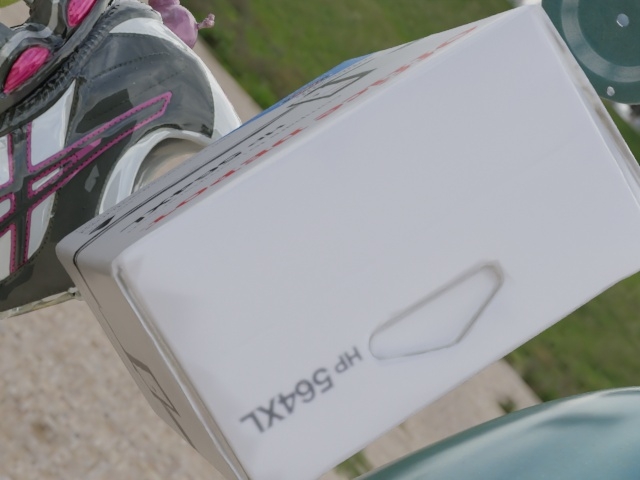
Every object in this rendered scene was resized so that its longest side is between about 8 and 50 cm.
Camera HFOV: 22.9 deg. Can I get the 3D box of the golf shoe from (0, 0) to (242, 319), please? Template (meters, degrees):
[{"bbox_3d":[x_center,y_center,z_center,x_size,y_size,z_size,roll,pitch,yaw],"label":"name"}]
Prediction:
[{"bbox_3d":[-0.153,0.002,0.726,0.120,0.273,0.105,40,-7,-3],"label":"golf shoe"}]

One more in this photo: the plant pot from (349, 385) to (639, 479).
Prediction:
[{"bbox_3d":[0.127,0.195,0.660,0.293,0.235,0.293,51,-22,29],"label":"plant pot"}]

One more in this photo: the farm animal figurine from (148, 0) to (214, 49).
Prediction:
[{"bbox_3d":[-0.229,-0.148,1.064,0.327,0.330,0.172,25,17,-26],"label":"farm animal figurine"}]

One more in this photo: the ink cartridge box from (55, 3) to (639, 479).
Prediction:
[{"bbox_3d":[0.000,0.000,0.532,0.086,0.148,0.203,59,-12,-8],"label":"ink cartridge box"}]

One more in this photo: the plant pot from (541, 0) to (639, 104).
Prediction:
[{"bbox_3d":[0.376,-0.277,1.704,0.272,0.255,0.271,25,-48,31],"label":"plant pot"}]

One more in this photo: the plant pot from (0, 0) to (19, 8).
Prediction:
[{"bbox_3d":[-0.361,-0.403,1.454,0.275,0.275,0.293,50,-17,25],"label":"plant pot"}]
